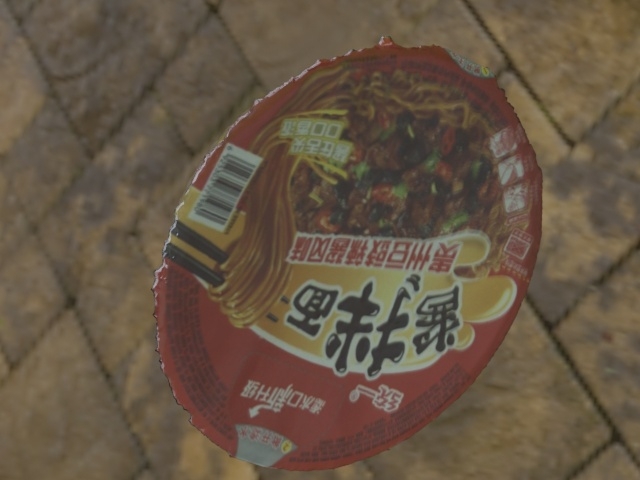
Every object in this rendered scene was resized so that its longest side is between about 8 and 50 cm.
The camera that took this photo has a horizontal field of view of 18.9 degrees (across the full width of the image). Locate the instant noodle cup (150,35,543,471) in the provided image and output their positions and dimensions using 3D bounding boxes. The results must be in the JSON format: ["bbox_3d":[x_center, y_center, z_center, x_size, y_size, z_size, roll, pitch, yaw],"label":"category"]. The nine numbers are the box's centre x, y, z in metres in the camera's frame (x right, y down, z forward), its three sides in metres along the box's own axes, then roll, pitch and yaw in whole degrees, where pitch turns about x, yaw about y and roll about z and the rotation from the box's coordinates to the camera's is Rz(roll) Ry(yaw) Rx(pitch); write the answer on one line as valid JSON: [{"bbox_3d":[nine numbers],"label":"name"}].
[{"bbox_3d":[0.000,0.000,1.154,0.091,0.274,0.274,34,103,49],"label":"instant noodle cup"}]
